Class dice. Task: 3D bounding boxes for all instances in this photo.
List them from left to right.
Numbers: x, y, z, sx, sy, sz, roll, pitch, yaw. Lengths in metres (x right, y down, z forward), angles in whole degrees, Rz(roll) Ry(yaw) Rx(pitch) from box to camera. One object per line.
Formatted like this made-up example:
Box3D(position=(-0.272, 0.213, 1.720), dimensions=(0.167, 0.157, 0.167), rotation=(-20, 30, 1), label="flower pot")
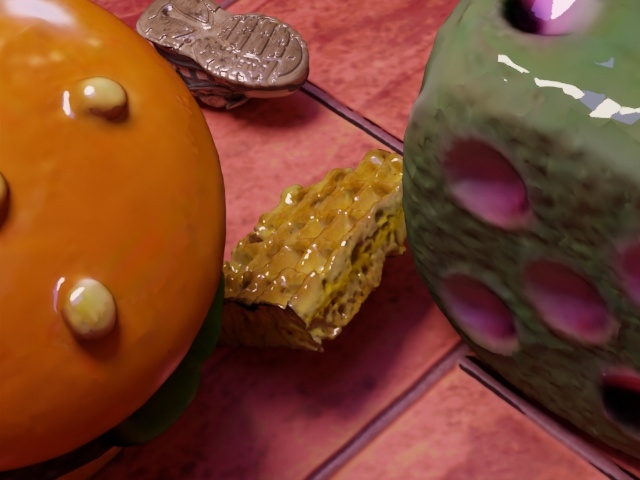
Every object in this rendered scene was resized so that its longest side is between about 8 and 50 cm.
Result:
Box3D(position=(0.267, -0.056, 0.870), dimensions=(0.318, 0.330, 0.322), rotation=(32, 58, 28), label="dice")

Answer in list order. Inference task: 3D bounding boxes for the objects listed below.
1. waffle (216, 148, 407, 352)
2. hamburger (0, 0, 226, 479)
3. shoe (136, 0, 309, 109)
Box3D(position=(0.000, 0.000, 0.989), dimensions=(0.160, 0.055, 0.211), rotation=(-4, 37, 50), label="waffle")
Box3D(position=(-0.245, -0.001, 0.840), dimensions=(0.396, 0.277, 0.396), rotation=(8, 61, -15), label="hamburger")
Box3D(position=(-0.092, -0.168, 1.173), dimensions=(0.180, 0.092, 0.089), rotation=(24, 60, 21), label="shoe")
